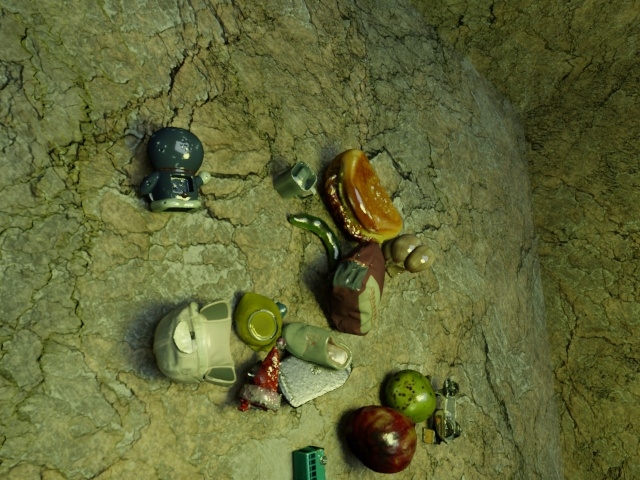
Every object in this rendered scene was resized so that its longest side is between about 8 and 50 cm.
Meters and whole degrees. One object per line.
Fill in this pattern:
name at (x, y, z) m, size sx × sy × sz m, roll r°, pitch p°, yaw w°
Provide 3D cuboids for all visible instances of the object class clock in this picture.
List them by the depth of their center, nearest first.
clock at (-0.409, -0.202, 1.162) m, size 0.199 × 0.146 × 0.244 m, roll 0°, pitch 85°, yaw -37°

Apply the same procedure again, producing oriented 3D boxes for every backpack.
backpack at (0.133, 0.144, 1.477) m, size 0.317 × 0.197 × 0.283 m, roll -63°, pitch 158°, yaw -44°

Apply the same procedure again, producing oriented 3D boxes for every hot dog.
hot dog at (0.148, -0.143, 1.598) m, size 0.223 × 0.185 × 0.405 m, roll -43°, pitch 106°, yaw -42°

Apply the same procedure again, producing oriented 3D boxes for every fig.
fig at (0.212, 0.669, 1.372) m, size 0.263 × 0.224 × 0.224 m, roll 24°, pitch 61°, yaw -21°

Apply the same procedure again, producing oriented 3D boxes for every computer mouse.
computer mouse at (-0.025, 0.428, 1.340) m, size 0.295 × 0.087 × 0.168 m, roll -17°, pitch 72°, yaw -31°

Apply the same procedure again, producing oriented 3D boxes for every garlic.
garlic at (0.370, 0.049, 1.723) m, size 0.160 × 0.214 × 0.191 m, roll 47°, pitch 61°, yaw -8°

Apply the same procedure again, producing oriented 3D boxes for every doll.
doll at (-0.148, 0.234, 1.319) m, size 0.083 × 0.050 × 0.076 m, roll -39°, pitch 99°, yaw -39°

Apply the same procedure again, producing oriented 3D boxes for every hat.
hat at (-0.324, 0.278, 1.093) m, size 0.275 × 0.160 × 0.232 m, roll 23°, pitch 58°, yaw -61°
hat at (-0.159, 0.388, 1.190) m, size 0.140 × 0.128 × 0.228 m, roll 36°, pitch 63°, yaw -39°

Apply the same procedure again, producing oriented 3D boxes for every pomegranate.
pomegranate at (0.336, 0.616, 1.538) m, size 0.198 × 0.198 × 0.246 m, roll 18°, pitch 79°, yaw -36°

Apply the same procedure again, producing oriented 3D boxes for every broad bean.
broad bean at (0.000, 0.000, 1.517) m, size 0.144 × 0.049 × 0.292 m, roll -40°, pitch 106°, yaw -36°

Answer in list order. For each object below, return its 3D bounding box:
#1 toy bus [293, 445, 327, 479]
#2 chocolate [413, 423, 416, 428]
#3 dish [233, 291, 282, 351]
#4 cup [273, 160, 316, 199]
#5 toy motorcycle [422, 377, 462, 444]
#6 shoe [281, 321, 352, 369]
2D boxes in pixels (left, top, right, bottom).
toy bus at (-0.033, 0.728, 1.248) m, size 0.091 × 0.079 × 0.160 m, roll 8°, pitch 71°, yaw -40°
chocolate at (0.372, 0.698, 1.647) m, size 0.086 × 0.028 × 0.183 m, roll 45°, pitch 51°, yaw -26°
dish at (-0.180, 0.255, 1.231) m, size 0.148 × 0.080 × 0.208 m, roll -26°, pitch 100°, yaw -18°
cup at (-0.081, -0.202, 1.453) m, size 0.128 × 0.129 × 0.095 m, roll 48°, pitch 52°, yaw -20°
toy motorcycle at (0.501, 0.701, 1.675) m, size 0.090 × 0.157 × 0.263 m, roll 25°, pitch 63°, yaw -36°
shoe at (-0.002, 0.331, 1.292) m, size 0.250 × 0.100 × 0.103 m, roll 26°, pitch 56°, yaw -8°
